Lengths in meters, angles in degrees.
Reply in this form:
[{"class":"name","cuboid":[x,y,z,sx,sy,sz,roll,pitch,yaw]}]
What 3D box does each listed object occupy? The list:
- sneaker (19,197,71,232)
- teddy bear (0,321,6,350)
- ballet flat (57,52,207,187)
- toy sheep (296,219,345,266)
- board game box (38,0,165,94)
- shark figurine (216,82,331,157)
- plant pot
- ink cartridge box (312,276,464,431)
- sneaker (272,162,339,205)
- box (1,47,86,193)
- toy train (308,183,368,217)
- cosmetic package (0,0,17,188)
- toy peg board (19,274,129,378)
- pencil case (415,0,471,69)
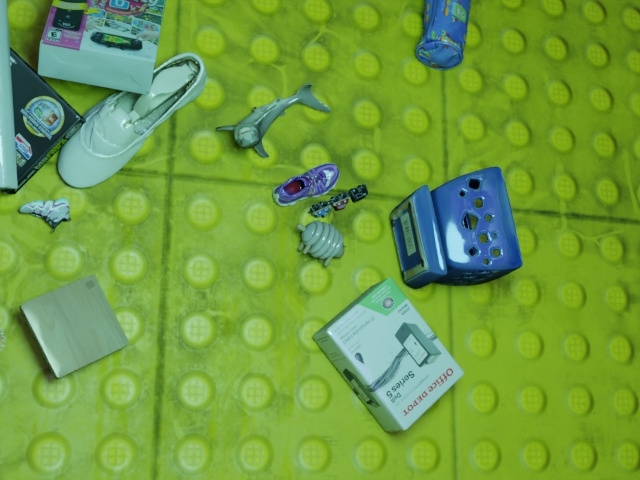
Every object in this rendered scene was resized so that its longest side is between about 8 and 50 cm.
[{"class":"sneaker","cuboid":[-0.559,-0.047,1.718,0.098,0.038,0.069,-10,80,-20]},{"class":"teddy bear","cuboid":[-0.752,0.190,1.532,0.338,0.113,0.245,1,47,-13]},{"class":"ballet flat","cuboid":[-0.395,-0.273,1.777,0.139,0.139,0.400,47,68,-3]},{"class":"toy sheep","cuboid":[0.000,0.000,1.865,0.132,0.091,0.091,31,69,-29]},{"class":"board game box","cuboid":[-0.446,-0.454,1.755,0.224,0.097,0.303,9,48,-13]},{"class":"shark figurine","cuboid":[-0.114,-0.252,1.899,0.278,0.166,0.116,-41,118,-39]},{"class":"plant pot","cuboid":[0.290,-0.016,1.890,0.212,0.236,0.236,-8,80,-14]},{"class":"ink cartridge box","cuboid":[0.149,0.250,1.835,0.198,0.115,0.273,-39,91,-22]},{"class":"sneaker","cuboid":[-0.025,-0.127,1.894,0.170,0.071,0.068,-29,87,-23]},{"class":"box","cuboid":[-0.646,-0.260,1.689,0.216,0.060,0.270,-45,93,0]},{"class":"toy train","cuboid":[0.043,-0.088,1.932,0.158,0.027,0.036,-24,96,-22]},{"class":"cosmetic package","cuboid":[-0.744,-0.280,1.607,0.285,0.097,0.377,-2,92,-2]},{"class":"toy peg board","cuboid":[-0.497,0.177,1.675,0.161,0.079,0.161,-26,86,-37]},{"class":"pencil case","cuboid":[0.309,-0.582,2.085,0.133,0.119,0.306,24,68,-41]}]
